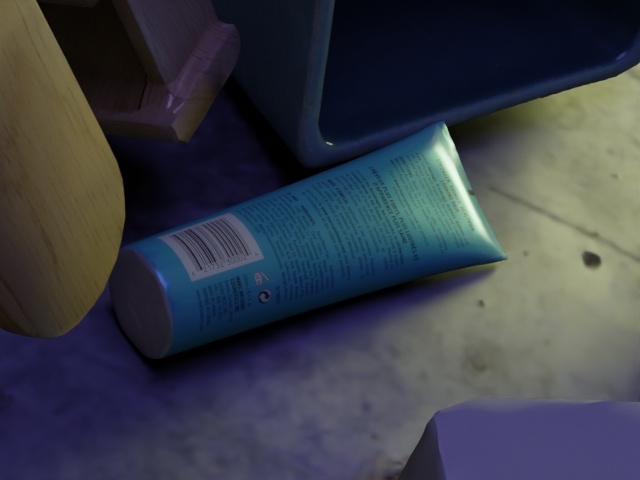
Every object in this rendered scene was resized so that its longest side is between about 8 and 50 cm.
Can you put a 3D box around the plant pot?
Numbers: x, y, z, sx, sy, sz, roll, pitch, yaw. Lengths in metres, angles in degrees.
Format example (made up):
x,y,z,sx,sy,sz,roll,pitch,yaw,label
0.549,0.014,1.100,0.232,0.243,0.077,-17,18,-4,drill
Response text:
x,y,z,sx,sy,sz,roll,pitch,yaw,label
0.031,-0.229,0.813,0.248,0.247,0.252,-19,43,-30,plant pot

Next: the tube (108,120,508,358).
x,y,z,sx,sy,sz,roll,pitch,yaw,label
0.000,0.000,0.719,0.207,0.052,0.080,-18,84,-33,tube

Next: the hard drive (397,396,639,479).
x,y,z,sx,sy,sz,roll,pitch,yaw,label
0.085,0.148,0.437,0.203,0.307,0.040,3,49,-15,hard drive

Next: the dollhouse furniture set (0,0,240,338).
x,y,z,sx,sy,sz,roll,pitch,yaw,label
-0.220,-0.037,0.547,0.362,0.256,0.394,9,54,26,dollhouse furniture set
